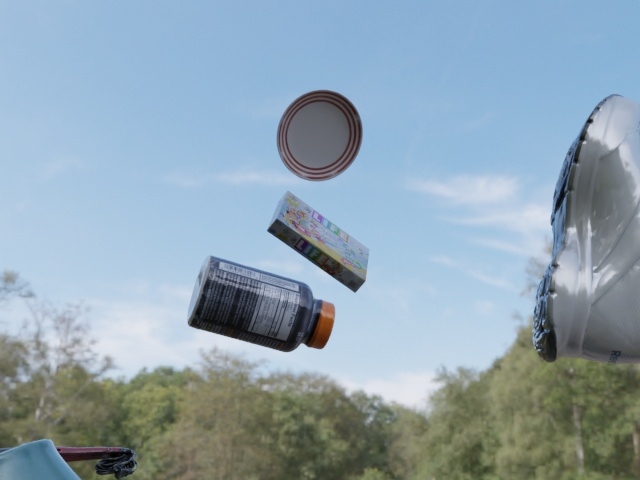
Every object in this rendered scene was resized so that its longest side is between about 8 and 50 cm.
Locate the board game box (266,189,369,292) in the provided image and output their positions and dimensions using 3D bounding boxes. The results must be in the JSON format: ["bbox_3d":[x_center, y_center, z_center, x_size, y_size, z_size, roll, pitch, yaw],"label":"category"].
[{"bbox_3d":[0.000,0.000,1.114,0.154,0.103,0.026,35,-66,-11],"label":"board game box"}]

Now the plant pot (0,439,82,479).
[{"bbox_3d":[-0.396,0.419,1.036,0.271,0.255,0.272,-27,-13,-7],"label":"plant pot"}]

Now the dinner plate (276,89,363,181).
[{"bbox_3d":[-0.002,-0.160,1.183,0.141,0.141,0.017,12,12,-27],"label":"dinner plate"}]

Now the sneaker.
[{"bbox_3d":[0.295,-0.010,0.776,0.129,0.297,0.111,11,-20,11],"label":"sneaker"}]

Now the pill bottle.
[{"bbox_3d":[-0.100,0.120,1.360,0.245,0.130,0.130,18,-23,-13],"label":"pill bottle"}]

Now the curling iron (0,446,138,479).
[{"bbox_3d":[-0.424,0.343,1.227,0.274,0.035,0.068,10,4,-20],"label":"curling iron"}]
